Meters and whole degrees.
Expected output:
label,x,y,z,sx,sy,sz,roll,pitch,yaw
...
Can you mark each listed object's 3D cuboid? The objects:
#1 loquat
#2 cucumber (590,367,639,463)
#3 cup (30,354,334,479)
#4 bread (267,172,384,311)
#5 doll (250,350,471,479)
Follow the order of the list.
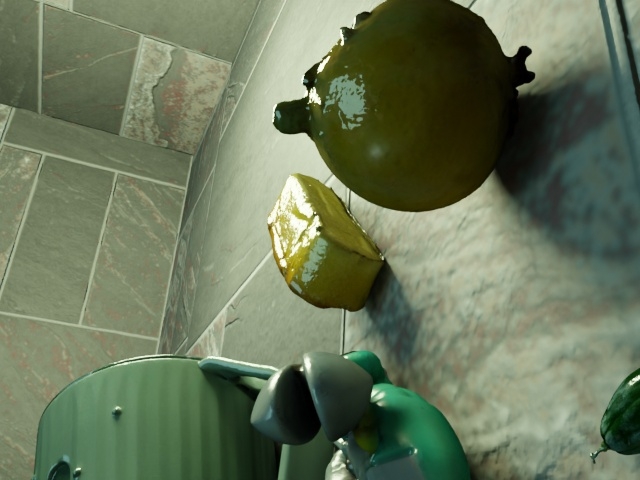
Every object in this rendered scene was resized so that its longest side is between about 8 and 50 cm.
label,x,y,z,sx,sy,sz,roll,pitch,yaw
loquat,0.063,-0.108,0.500,0.149,0.204,0.172,103,164,-78
cucumber,0.180,0.058,0.282,0.168,0.039,0.039,125,152,-43
cup,-0.172,0.333,0.712,0.392,0.310,0.401,-109,35,-49
bread,0.000,0.000,0.751,0.094,0.102,0.245,-63,23,17
doll,0.031,0.182,0.485,0.258,0.153,0.195,80,169,-76
